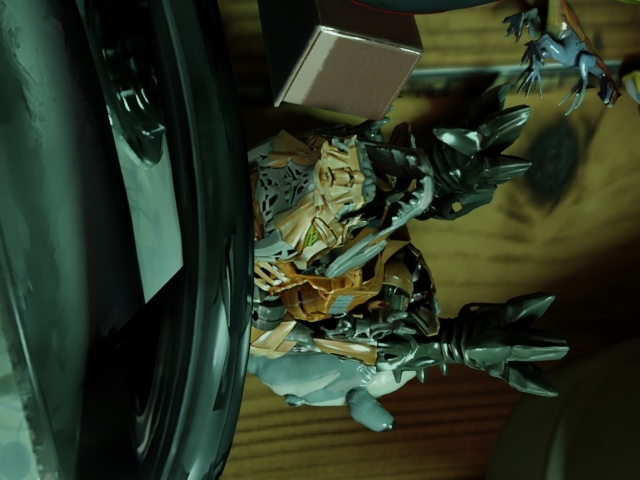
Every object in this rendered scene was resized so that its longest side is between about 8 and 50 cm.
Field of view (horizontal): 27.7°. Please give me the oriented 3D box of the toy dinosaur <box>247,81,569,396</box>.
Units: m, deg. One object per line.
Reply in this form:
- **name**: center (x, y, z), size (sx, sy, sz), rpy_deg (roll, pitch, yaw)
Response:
- **toy dinosaur**: center (0.000, 0.000, 0.694), size (0.218, 0.322, 0.164), rpy_deg (-3, 98, -17)

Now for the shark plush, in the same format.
- **shark plush**: center (-0.006, 0.071, 0.881), size (0.161, 0.073, 0.067), rpy_deg (11, 121, 9)

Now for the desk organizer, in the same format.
- **desk organizer**: center (0.003, -0.116, 0.572), size (0.050, 0.130, 0.047), rpy_deg (10, 138, -23)

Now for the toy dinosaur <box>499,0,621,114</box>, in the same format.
- **toy dinosaur**: center (0.137, -0.099, 0.686), size (0.082, 0.047, 0.090), rpy_deg (-1, 133, -37)

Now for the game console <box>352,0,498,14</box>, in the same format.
- **game console**: center (0.149, -0.258, 0.426), size (0.386, 0.060, 0.342), rpy_deg (-13, 133, -1)

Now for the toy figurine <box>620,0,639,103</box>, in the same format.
- **toy figurine**: center (0.259, -0.048, 0.626), size (0.191, 0.217, 0.362), rpy_deg (-23, 139, 18)

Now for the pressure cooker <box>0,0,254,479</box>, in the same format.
- **pressure cooker**: center (-0.231, -0.027, 0.453), size (0.420, 0.375, 0.370), rpy_deg (-14, 135, 15)

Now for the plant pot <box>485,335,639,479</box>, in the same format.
- **plant pot**: center (0.305, 0.181, 0.780), size (0.323, 0.323, 0.280), rpy_deg (17, 150, -27)
